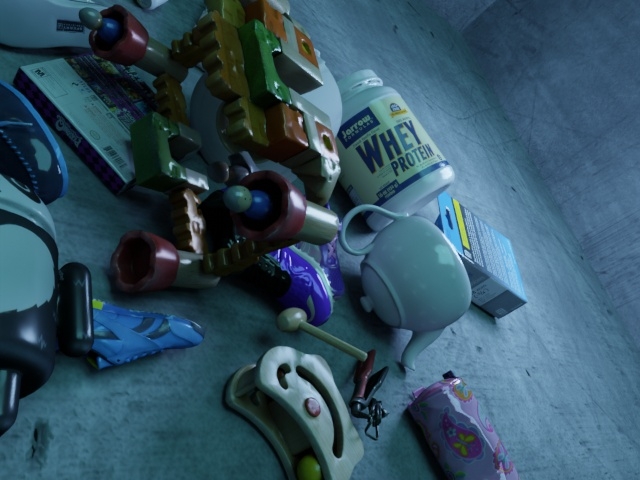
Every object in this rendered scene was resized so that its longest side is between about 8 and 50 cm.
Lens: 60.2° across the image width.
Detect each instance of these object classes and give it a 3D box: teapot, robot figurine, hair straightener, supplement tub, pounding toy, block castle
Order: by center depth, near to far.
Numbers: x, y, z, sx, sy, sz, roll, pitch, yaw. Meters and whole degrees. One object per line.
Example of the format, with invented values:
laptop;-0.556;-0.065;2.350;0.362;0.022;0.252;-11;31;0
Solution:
robot figurine;-0.346;0.057;0.533;0.209;0.174;0.278;75;0;-59
block castle;-0.169;-0.172;0.774;0.213;0.303;0.453;18;56;-59
pounding toy;-0.021;0.218;0.783;0.154;0.155;0.269;3;56;-54
hair straightener;0.094;0.261;0.921;0.089;0.047;0.230;51;11;-2
teapot;0.161;0.080;1.106;0.256;0.187;0.252;54;-15;40
supplement tub;0.135;-0.211;1.304;0.324;0.235;0.235;57;34;8

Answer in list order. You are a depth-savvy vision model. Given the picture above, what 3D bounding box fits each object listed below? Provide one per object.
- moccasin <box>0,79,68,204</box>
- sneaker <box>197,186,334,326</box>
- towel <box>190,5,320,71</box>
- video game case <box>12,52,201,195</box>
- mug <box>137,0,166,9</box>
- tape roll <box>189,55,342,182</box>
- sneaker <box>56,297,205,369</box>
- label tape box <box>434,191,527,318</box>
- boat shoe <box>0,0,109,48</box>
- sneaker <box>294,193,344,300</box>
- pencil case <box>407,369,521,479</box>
moccasin;-0.459;-0.155;0.671;0.342;0.137;0.117;40;37;9
sneaker;-0.106;0.037;0.918;0.293;0.102;0.146;52;37;10
towel;-0.145;-0.452;1.327;0.317;0.053;0.331;33;45;-24
video game case;-0.338;-0.204;0.912;0.232;0.042;0.210;48;34;-5
mug;-0.368;-0.524;1.179;0.064;0.078;0.062;-72;151;-42
tape roll;-0.099;-0.235;1.043;0.246;0.246;0.169;47;34;-7
sneaker;-0.244;0.127;0.698;0.209;0.069;0.082;20;61;-40
label tape box;0.398;0.029;1.503;0.334;0.106;0.240;32;37;-25
boat shoe;-0.455;-0.372;0.895;0.088;0.096;0.268;35;32;28
sneaker;0.000;0.000;1.064;0.095;0.104;0.236;11;52;-46
pencil case;0.270;0.390;1.006;0.124;0.124;0.284;-10;65;-53
